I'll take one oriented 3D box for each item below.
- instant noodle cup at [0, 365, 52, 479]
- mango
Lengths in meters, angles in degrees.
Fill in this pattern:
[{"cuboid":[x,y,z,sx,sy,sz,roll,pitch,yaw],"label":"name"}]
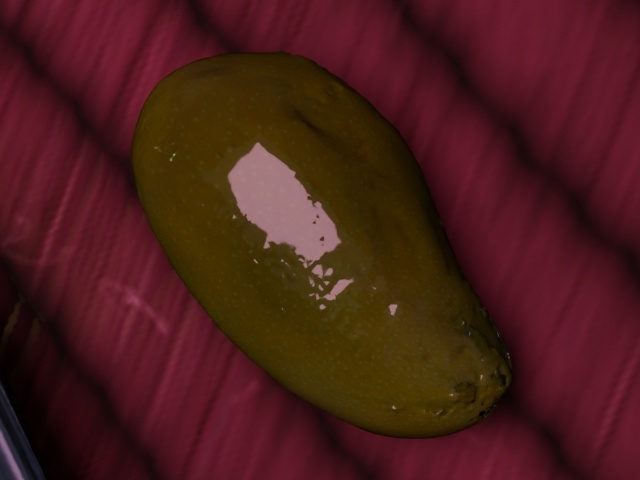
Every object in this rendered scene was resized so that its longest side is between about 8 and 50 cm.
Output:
[{"cuboid":[-0.175,0.104,0.647,0.179,0.070,0.157,-30,78,13],"label":"instant noodle cup"},{"cuboid":[0.000,0.000,0.593,0.091,0.074,0.165,-46,74,8],"label":"mango"}]
